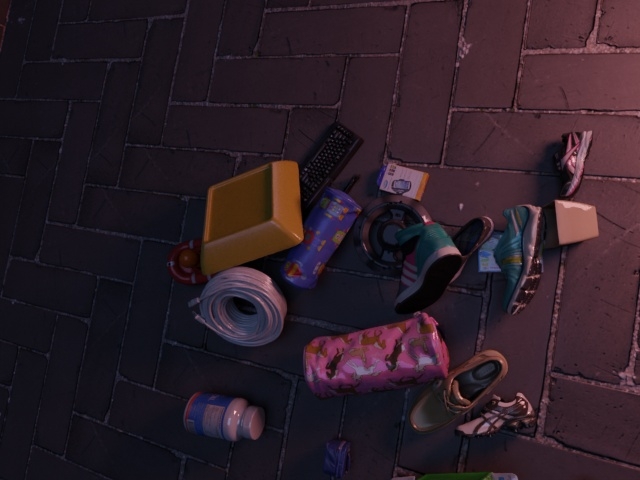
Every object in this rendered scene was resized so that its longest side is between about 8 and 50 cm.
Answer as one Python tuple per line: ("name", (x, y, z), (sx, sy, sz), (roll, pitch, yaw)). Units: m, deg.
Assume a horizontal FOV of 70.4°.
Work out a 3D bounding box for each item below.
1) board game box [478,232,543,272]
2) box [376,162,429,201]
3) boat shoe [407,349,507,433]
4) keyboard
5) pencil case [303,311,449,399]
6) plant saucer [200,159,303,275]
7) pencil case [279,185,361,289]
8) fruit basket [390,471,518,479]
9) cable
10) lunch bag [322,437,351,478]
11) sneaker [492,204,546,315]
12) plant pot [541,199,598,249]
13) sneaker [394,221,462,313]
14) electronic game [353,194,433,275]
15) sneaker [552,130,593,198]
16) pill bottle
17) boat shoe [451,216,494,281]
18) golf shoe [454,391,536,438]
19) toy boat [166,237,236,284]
("board game box", (0.488, 0.032, 1.172), (0.154, 0.026, 0.103), (-1, 83, 21))
("box", (0.231, -0.168, 1.296), (0.136, 0.028, 0.081), (20, 91, 24))
("boat shoe", (0.339, 0.386, 1.145), (0.302, 0.098, 0.109), (-41, 71, 12))
("keyboard", (0.017, -0.190, 1.380), (0.201, 0.033, 0.317), (41, 99, 20))
("pencil case", (0.139, 0.310, 1.203), (0.386, 0.167, 0.160), (-18, 121, 19))
("plant saucer", (-0.224, -0.092, 1.354), (0.333, 0.081, 0.332), (-19, 50, 16))
("pencil case", (0.000, 0.000, 1.304), (0.119, 0.133, 0.306), (36, 100, 39))
("fruit basket", (0.346, 0.730, 1.051), (0.327, 0.165, 0.352), (-23, 75, 33))
("cable", (-0.227, 0.199, 1.341), (0.257, 0.089, 0.257), (-38, 104, 27))
("lunch bag", (0.050, 0.602, 1.246), (0.065, 0.067, 0.098), (6, 86, 22))
("sneaker", (0.482, 0.047, 1.120), (0.110, 0.107, 0.275), (6, 80, 41))
("plant pot", (0.604, -0.038, 1.100), (0.096, 0.109, 0.108), (-3, 82, 7))
("sneaker", (0.247, 0.055, 1.177), (0.124, 0.295, 0.178), (0, 52, -18))
("electronic game", (0.205, -0.014, 1.274), (0.229, 0.048, 0.229), (0, 90, 16))
("sneaker", (0.619, -0.190, 1.136), (0.077, 0.072, 0.178), (15, 81, 34))
("pill bottle", (-0.283, 0.528, 1.354), (0.222, 0.124, 0.124), (1, 84, 20))
("boat shoe", (0.356, 0.029, 1.179), (0.228, 0.076, 0.080), (-49, 59, 21))
("golf shoe", (0.424, 0.436, 1.128), (0.198, 0.077, 0.093), (-18, 66, 11))
("toy boat", (-0.391, 0.061, 1.439), (0.231, 0.151, 0.150), (-11, 79, 19))
